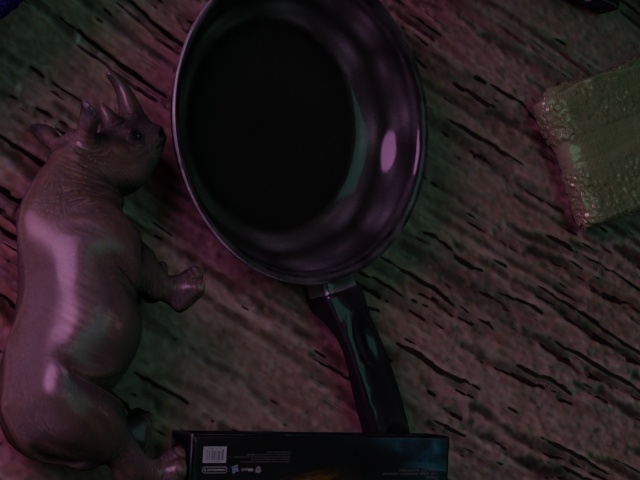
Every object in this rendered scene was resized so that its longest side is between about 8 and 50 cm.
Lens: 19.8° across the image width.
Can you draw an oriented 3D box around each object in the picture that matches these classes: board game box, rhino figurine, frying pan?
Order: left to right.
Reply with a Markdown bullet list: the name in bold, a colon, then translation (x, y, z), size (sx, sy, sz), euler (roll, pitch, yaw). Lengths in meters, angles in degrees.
- **rhino figurine**: translation (-0.123, 0.016, 1.010), size (0.106, 0.073, 0.243), euler (17, 66, -35)
- **board game box**: translation (-0.006, 0.175, 1.067), size (0.186, 0.026, 0.126), euler (6, 87, -35)
- **frying pan**: translation (0.017, -0.020, 1.137), size (0.197, 0.053, 0.326), euler (-45, 116, -31)

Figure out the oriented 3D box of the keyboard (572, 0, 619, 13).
- **keyboard**: translation (0.202, -0.256, 1.361), size (0.108, 0.023, 0.180), euler (17, 68, -25)

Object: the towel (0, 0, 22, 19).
- **towel**: translation (-0.214, -0.239, 1.019), size (0.227, 0.076, 0.308), euler (46, 55, -9)

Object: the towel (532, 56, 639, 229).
- **towel**: translation (0.218, -0.072, 1.317), size (0.148, 0.027, 0.110), euler (-22, 92, -40)
